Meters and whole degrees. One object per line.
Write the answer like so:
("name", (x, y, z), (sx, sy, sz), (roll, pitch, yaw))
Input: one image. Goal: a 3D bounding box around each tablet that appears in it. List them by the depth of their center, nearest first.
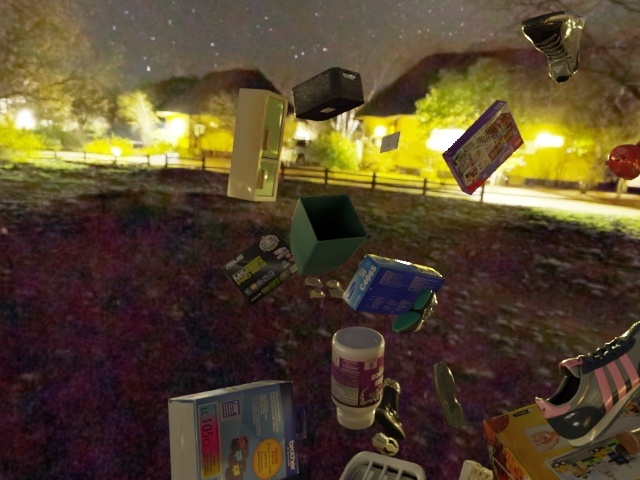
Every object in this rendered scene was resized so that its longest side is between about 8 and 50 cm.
("tablet", (0.198, -0.280, 1.453), (0.006, 0.054, 0.083), (15, -9, -28))

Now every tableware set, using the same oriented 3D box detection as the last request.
("tableware set", (0.019, 0.185, 1.968), (0.169, 0.020, 0.141), (5, 25, -11))

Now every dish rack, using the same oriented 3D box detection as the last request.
("dish rack", (0.090, 0.619, 1.058), (0.332, 0.072, 0.285), (-54, 16, -28))

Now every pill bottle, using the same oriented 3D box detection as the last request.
("pill bottle", (0.118, 0.447, 1.648), (0.169, 0.301, 0.169), (0, 18, 0))

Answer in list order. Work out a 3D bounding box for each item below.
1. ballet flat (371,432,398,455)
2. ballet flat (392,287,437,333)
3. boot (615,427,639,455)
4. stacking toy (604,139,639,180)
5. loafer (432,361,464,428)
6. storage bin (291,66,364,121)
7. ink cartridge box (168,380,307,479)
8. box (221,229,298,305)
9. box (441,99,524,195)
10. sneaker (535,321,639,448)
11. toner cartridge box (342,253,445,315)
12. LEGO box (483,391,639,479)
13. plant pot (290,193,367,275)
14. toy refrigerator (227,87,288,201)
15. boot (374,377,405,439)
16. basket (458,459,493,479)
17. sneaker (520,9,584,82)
("ballet flat", (0.205, 0.623, 1.532), (0.052, 0.057, 0.168), (18, -17, 37))
("ballet flat", (0.292, 0.230, 1.542), (0.074, 0.074, 0.203), (13, 44, 40))
("boot", (0.600, 0.365, 0.953), (0.087, 0.118, 0.042), (-27, 55, -4))
("stacking toy", (0.868, -0.175, 1.306), (0.131, 0.279, 0.309), (-10, -15, 7))
("loafer", (0.503, 0.635, 2.087), (0.096, 0.267, 0.084), (-8, -12, -34))
("storage bin", (0.020, -0.401, 1.417), (0.122, 0.084, 0.180), (-4, -6, -45))
("ink cartridge box", (-0.213, 0.547, 1.439), (0.151, 0.269, 0.396), (-13, -12, 43))
("box", (-0.233, 0.105, 2.054), (0.270, 0.060, 0.216), (-36, 51, -11))
("box", (0.593, -0.334, 1.853), (0.201, 0.293, 0.057), (49, -6, -35))
("sneaker", (0.583, 0.270, 1.064), (0.131, 0.319, 0.112), (42, -11, 5))
("toner cartridge box", (0.242, 0.152, 1.636), (0.348, 0.165, 0.075), (14, 21, -44))
("LEGO box", (0.673, 0.494, 1.097), (0.501, 0.193, 0.372), (-16, 17, -4))
("plant pot", (0.000, 0.000, 1.554), (0.166, 0.234, 0.165), (-5, 56, -27))
("toy refrigerator", (-0.155, -0.237, 1.292), (0.094, 0.269, 0.102), (13, 8, 27))
("boot", (0.312, 0.717, 2.159), (0.085, 0.236, 0.178), (-10, 39, 35))
("basket", (0.430, 0.700, 1.384), (0.103, 0.167, 0.113), (12, -15, 35))
("sneaker", (0.491, -0.395, 1.055), (0.229, 0.132, 0.086), (-19, 16, -41))
